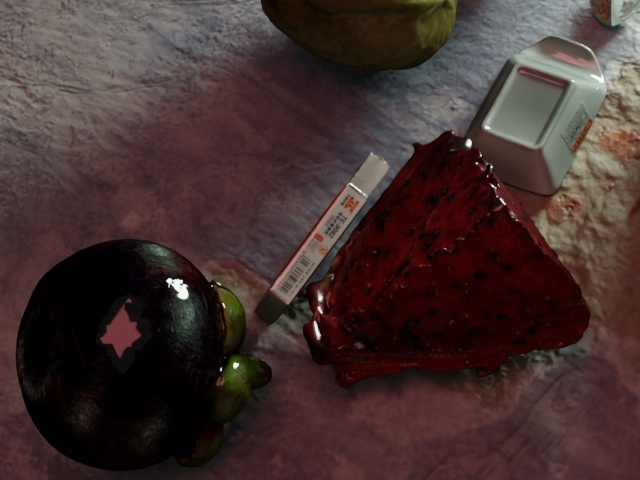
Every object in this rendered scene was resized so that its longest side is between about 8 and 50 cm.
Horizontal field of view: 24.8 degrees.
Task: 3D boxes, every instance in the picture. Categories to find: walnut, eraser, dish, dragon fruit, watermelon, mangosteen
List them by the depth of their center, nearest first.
[{"bbox_3d":[-0.230,0.141,1.829,0.300,0.300,0.300,-5,63,9],"label":"mangosteen"},{"bbox_3d":[0.149,0.061,1.890,0.329,0.228,0.286,-42,29,10],"label":"dragon fruit"},{"bbox_3d":[0.000,0.000,1.907,0.038,0.157,0.230,37,74,0],"label":"eraser"},{"bbox_3d":[0.295,-0.189,1.997,0.154,0.064,0.234,22,68,21],"label":"dish"},{"bbox_3d":[0.060,-0.355,2.039,0.282,0.227,0.283,0,22,0],"label":"walnut"},{"bbox_3d":[0.420,-0.349,2.054,0.085,0.061,0.085,-8,65,17],"label":"watermelon"}]
